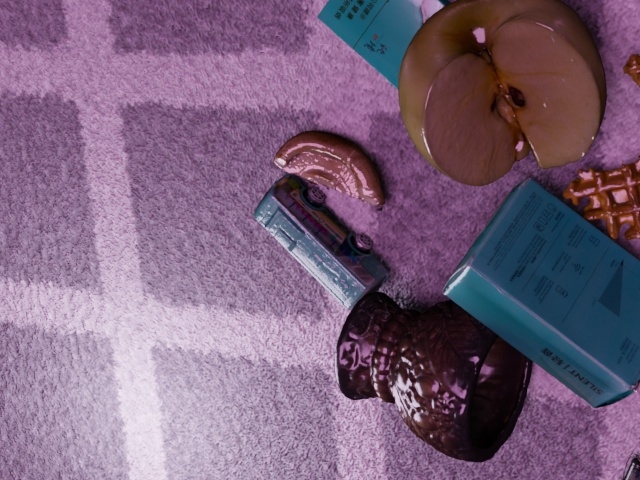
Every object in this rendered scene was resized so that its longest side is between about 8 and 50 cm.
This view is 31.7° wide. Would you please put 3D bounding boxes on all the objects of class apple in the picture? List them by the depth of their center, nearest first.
[{"bbox_3d":[0.264,-0.234,1.670,0.295,0.233,0.258,-23,135,15],"label":"apple"}]

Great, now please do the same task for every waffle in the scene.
[{"bbox_3d":[0.526,-0.119,1.681,0.260,0.069,0.293,29,117,11],"label":"waffle"}]

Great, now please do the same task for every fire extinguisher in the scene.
[{"bbox_3d":[0.523,0.387,1.885,0.038,0.025,0.083,37,123,38],"label":"fire extinguisher"}]

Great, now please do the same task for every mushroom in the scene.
[{"bbox_3d":[0.026,-0.129,1.925,0.210,0.072,0.094,21,118,15],"label":"mushroom"}]

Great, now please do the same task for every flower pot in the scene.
[{"bbox_3d":[0.182,0.205,1.869,0.267,0.266,0.266,15,114,32],"label":"flower pot"}]

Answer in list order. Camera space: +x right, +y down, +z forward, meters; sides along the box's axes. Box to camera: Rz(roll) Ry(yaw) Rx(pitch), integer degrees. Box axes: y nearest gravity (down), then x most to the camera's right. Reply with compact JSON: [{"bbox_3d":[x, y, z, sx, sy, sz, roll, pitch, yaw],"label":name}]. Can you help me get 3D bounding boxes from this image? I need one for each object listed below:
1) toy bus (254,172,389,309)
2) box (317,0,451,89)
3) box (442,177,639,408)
[{"bbox_3d":[0.000,0.000,1.968,0.262,0.109,0.091,43,127,8],"label":"toy bus"},{"bbox_3d":[0.125,-0.349,1.813,0.226,0.042,0.161,44,122,7],"label":"box"},{"bbox_3d":[0.369,0.082,1.718,0.311,0.205,0.118,36,153,2],"label":"box"}]
